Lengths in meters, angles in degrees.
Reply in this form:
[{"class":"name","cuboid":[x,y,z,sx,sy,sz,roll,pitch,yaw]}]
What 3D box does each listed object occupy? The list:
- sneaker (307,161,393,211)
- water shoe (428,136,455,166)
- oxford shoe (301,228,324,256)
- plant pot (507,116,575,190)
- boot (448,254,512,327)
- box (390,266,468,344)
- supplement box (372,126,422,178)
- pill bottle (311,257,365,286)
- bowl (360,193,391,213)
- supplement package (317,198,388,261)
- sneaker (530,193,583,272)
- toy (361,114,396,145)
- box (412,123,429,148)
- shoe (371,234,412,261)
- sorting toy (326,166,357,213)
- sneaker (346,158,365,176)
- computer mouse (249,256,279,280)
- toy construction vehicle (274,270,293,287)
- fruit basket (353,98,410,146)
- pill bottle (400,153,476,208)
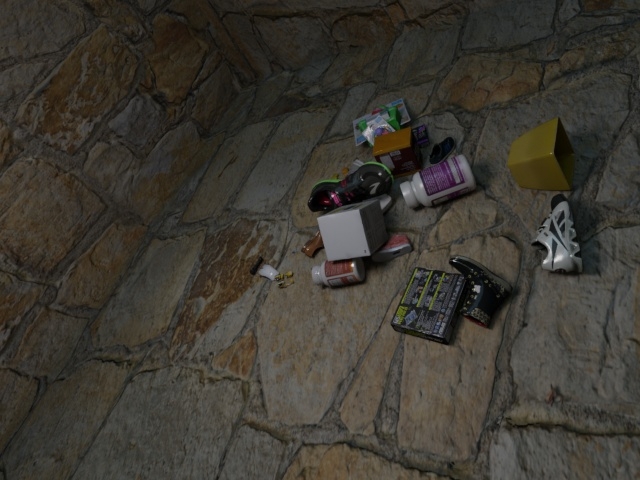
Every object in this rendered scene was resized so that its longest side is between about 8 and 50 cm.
[{"class":"sneaker","cuboid":[0.137,-0.226,2.001,0.483,0.185,0.202,-17,28,39]},{"class":"water shoe","cuboid":[0.601,-0.454,2.057,0.073,0.080,0.203,14,62,41]},{"class":"oxford shoe","cuboid":[0.000,0.000,2.075,0.076,0.076,0.212,37,73,17]},{"class":"plant pot","cuboid":[0.877,-0.325,1.673,0.187,0.212,0.212,-10,46,45]},{"class":"boot","cuboid":[0.530,0.174,1.470,0.237,0.085,0.178,33,76,11]},{"class":"box","cuboid":[0.413,0.235,1.569,0.217,0.060,0.269,7,57,39]},{"class":"supplement box","cuboid":[0.390,-0.431,2.093,0.192,0.194,0.129,-10,48,27]},{"class":"pill bottle","cuboid":[0.077,0.137,1.840,0.216,0.121,0.121,-13,46,24]},{"class":"bowl","cuboid":[0.270,-0.168,2.042,0.142,0.053,0.142,-45,43,-10]},{"class":"supplement package","cuboid":[0.147,-0.049,1.820,0.200,0.197,0.263,-9,11,28]},{"class":"sneaker","cuboid":[0.825,-0.033,1.487,0.147,0.122,0.330,-7,49,27]},{"class":"toy","cuboid":[0.341,-0.541,2.217,0.137,0.056,0.237,-45,82,15]},{"class":"box","cuboid":[0.517,-0.550,2.243,0.116,0.029,0.162,-17,46,22]},{"class":"shoe","cuboid":[0.307,0.033,1.828,0.178,0.063,0.081,-19,43,12]},{"class":"sorting toy","cuboid":[0.107,-0.283,2.266,0.229,0.041,0.307,-26,42,11]},{"class":"sneaker","cuboid":[0.247,-0.315,2.160,0.115,0.105,0.281,-49,44,0]},{"class":"computer mouse","cuboid":[-0.285,0.148,2.136,0.193,0.042,0.106,19,64,44]},{"class":"toy construction vehicle","cuboid":[-0.177,0.193,2.034,0.098,0.035,0.085,-23,32,12]},{"class":"fruit basket","cuboid":[0.337,-0.697,2.402,0.328,0.165,0.352,-21,40,17]},{"class":"pill bottle","cuboid":[0.518,-0.251,1.861,0.302,0.169,0.169,-21,44,16]}]
